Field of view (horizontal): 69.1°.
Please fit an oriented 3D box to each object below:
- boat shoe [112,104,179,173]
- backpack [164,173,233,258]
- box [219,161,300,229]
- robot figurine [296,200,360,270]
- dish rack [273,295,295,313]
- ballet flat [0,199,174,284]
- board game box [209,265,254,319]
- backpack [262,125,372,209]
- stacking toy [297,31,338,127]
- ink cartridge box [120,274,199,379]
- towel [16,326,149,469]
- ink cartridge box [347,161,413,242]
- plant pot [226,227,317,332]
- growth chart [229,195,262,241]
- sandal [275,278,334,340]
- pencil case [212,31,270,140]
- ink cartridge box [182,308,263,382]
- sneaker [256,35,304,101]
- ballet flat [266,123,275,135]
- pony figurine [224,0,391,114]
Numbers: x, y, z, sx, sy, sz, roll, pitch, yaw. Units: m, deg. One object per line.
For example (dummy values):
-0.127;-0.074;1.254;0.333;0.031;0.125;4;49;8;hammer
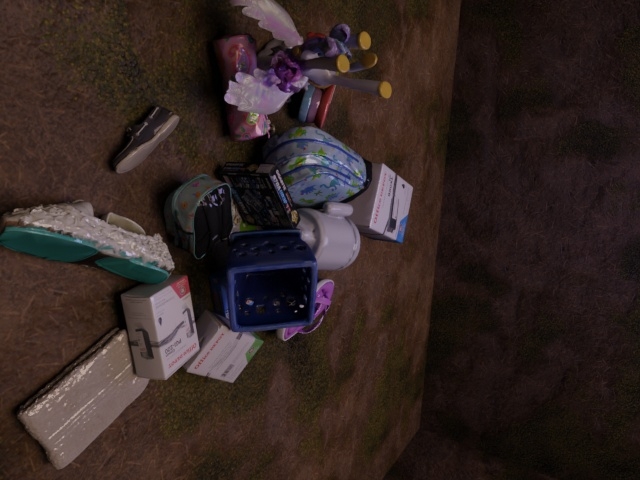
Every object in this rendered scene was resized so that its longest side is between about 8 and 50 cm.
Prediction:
-0.420;-0.240;1.087;0.065;0.075;0.206;39;62;-7;boat shoe
-0.310;-0.076;1.196;0.166;0.144;0.189;-43;159;-43;backpack
-0.171;-0.127;1.352;0.051;0.175;0.220;-62;146;-34;box
0.000;0.000;1.559;0.353;0.200;0.300;8;122;-52;robot figurine
-0.113;0.130;1.660;0.271;0.074;0.209;-35;126;-52;dish rack
-0.484;-0.007;0.993;0.409;0.146;0.147;36;68;-60;ballet flat
-0.251;0.145;1.464;0.210;0.047;0.160;-31;124;-51;board game box
-0.029;-0.225;1.508;0.355;0.289;0.274;42;41;-47;backpack
-0.007;-0.563;1.593;0.280;0.130;0.309;-77;-174;-59;stacking toy
-0.394;0.211;1.160;0.158;0.092;0.218;-41;130;-66;ink cartridge box
-0.527;0.351;1.068;0.282;0.049;0.187;-46;133;-45;towel
0.257;-0.164;2.100;0.394;0.166;0.286;18;83;-58;ink cartridge box
-0.142;0.095;1.298;0.212;0.235;0.236;-107;-164;-53;plant pot
-0.238;-0.067;1.454;0.172;0.021;0.238;-39;131;-49;growth chart
-0.031;0.281;1.776;0.416;0.102;0.170;-33;141;-56;sandal
-0.216;-0.419;1.290;0.124;0.124;0.285;-37;126;-49;pencil case
-0.294;0.311;1.353;0.160;0.092;0.219;-52;144;-4;ink cartridge box
-0.126;-0.523;1.444;0.269;0.101;0.153;-58;151;-36;sneaker
-0.168;-0.354;1.469;0.114;0.041;0.041;-3;101;-59;ballet flat
-0.046;-0.452;1.189;0.350;0.363;0.303;7;95;-50;pony figurine
